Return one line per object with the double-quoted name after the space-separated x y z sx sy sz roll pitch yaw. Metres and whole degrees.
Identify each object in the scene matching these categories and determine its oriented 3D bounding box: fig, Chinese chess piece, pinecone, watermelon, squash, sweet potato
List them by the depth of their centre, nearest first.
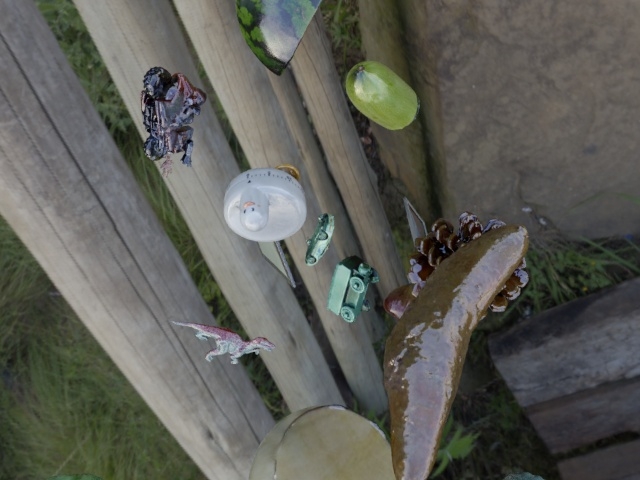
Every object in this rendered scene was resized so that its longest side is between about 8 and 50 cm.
0.138 0.125 0.688 0.114 0.342 0.092 20 168 37 "sweet potato"
-0.031 -0.284 0.697 0.135 0.094 0.125 -20 93 33 "watermelon"
0.014 0.387 0.881 0.257 0.257 0.104 25 135 -19 "Chinese chess piece"
0.339 0.060 1.262 0.264 0.264 0.264 -1 128 -1 "pinecone"
0.144 -0.373 1.440 0.132 0.133 0.247 -36 155 24 "squash"
0.229 0.152 1.543 0.089 0.089 0.125 33 81 -24 "fig"

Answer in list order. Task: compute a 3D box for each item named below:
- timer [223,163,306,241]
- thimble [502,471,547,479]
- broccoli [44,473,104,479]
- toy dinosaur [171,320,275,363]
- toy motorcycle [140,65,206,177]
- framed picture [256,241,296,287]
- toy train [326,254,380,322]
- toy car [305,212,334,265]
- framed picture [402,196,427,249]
-0.152 -0.080 1.556 0.233 0.240 0.234 -2 140 -2 "timer"
0.423 0.572 1.113 0.198 0.143 0.235 53 159 -2 "thimble"
-0.394 0.549 0.920 0.413 0.310 0.321 4 93 -24 "broccoli"
-0.256 0.246 1.453 0.242 0.053 0.167 40 125 -22 "toy dinosaur"
-0.437 -0.330 1.685 0.134 0.207 0.401 34 131 26 "toy motorcycle"
-0.188 -0.003 1.953 0.016 0.347 0.265 -26 114 -14 "framed picture"
0.067 0.108 1.274 0.099 0.070 0.172 34 132 24 "toy train"
0.000 0.000 1.674 0.058 0.093 0.186 13 133 -15 "toy car"
0.342 -0.007 1.939 0.016 0.250 0.184 -23 141 20 "framed picture"
